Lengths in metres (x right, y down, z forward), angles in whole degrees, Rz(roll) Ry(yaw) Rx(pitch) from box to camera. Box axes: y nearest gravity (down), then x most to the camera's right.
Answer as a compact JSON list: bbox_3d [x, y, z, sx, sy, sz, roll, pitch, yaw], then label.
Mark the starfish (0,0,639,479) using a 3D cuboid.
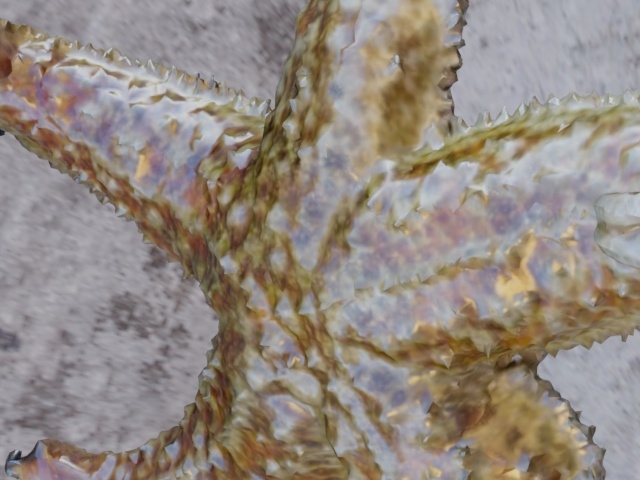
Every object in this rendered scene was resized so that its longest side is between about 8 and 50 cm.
[{"bbox_3d":[-0.003,-0.002,0.556,0.303,0.113,0.312,31,114,31],"label":"starfish"}]
